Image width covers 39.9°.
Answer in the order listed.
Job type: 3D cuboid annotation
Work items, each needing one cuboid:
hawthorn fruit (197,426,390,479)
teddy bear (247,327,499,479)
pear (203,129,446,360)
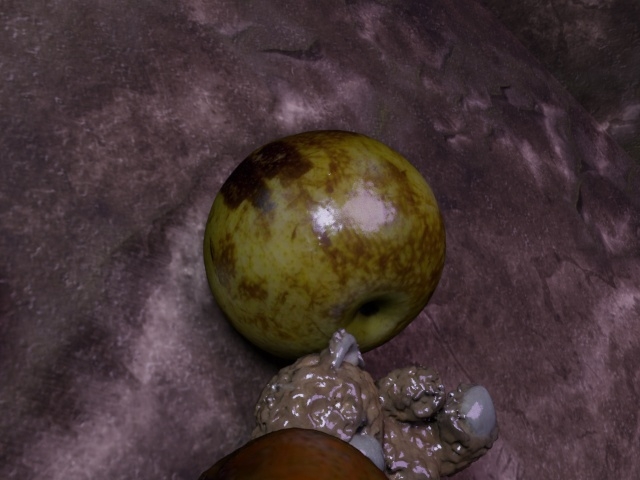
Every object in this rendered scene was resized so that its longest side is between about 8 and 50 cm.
[{"bbox_3d":[-0.009,0.314,0.725,0.301,0.268,0.267,41,38,-13],"label":"hawthorn fruit"},{"bbox_3d":[0.038,0.219,0.925,0.256,0.156,0.267,45,72,-36],"label":"teddy bear"},{"bbox_3d":[0.000,0.000,1.009,0.283,0.283,0.283,26,43,-27],"label":"pear"}]
